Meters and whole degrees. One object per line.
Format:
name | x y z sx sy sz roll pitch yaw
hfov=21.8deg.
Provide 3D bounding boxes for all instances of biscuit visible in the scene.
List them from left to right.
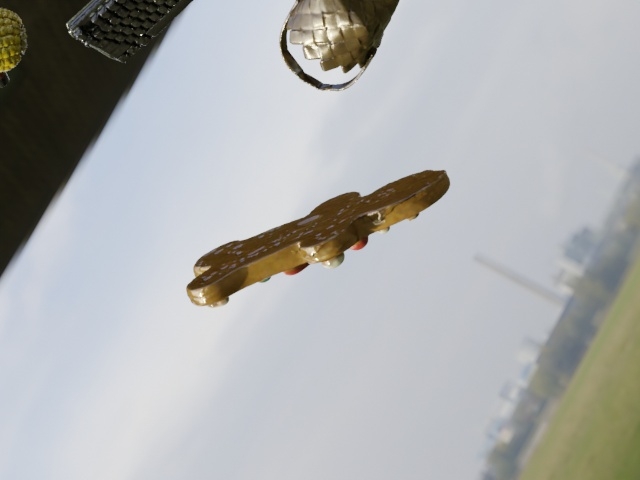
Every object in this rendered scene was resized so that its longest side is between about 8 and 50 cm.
biscuit | 0.000 0.000 1.975 0.339 0.047 0.216 -23 14 7

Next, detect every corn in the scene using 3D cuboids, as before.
corn | -0.409 -0.211 1.732 0.072 0.203 0.072 -179 90 -79

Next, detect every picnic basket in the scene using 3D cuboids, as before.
picnic basket | 0.014 -0.268 2.161 0.178 0.128 0.138 -50 -3 41

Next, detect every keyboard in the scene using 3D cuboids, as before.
keyboard | -0.116 -0.238 1.430 0.231 0.023 0.072 -40 -40 18

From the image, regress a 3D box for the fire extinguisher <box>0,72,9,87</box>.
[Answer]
fire extinguisher | -0.403 -0.225 2.028 0.022 0.028 0.083 -70 -29 -43
